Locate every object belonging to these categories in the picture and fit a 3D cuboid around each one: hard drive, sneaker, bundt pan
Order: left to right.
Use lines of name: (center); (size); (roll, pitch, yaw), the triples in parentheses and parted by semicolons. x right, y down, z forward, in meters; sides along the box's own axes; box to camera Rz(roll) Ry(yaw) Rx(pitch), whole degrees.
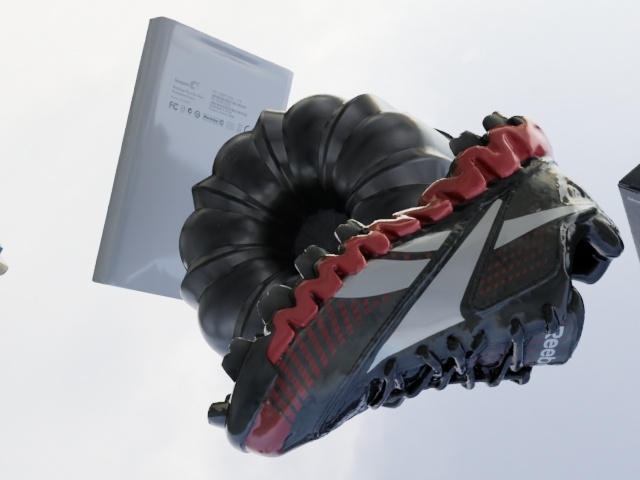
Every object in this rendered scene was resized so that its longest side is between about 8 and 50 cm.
hard drive: (-0.143, -0.082, 1.156); (0.040, 0.203, 0.307); (6, -98, 48)
bundt pan: (0.000, 0.000, 0.941); (0.331, 0.124, 0.331); (-9, -112, 23)
sneaker: (0.068, 0.041, 0.550); (0.276, 0.097, 0.135); (-37, -111, -26)

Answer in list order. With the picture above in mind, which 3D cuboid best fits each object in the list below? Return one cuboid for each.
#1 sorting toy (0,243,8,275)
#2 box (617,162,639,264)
sorting toy: (-0.180, -0.016, 0.453); (0.012, 0.083, 0.062); (-53, -159, -4)
box: (0.483, -0.002, 1.225); (0.108, 0.207, 0.153); (-35, -146, -16)
